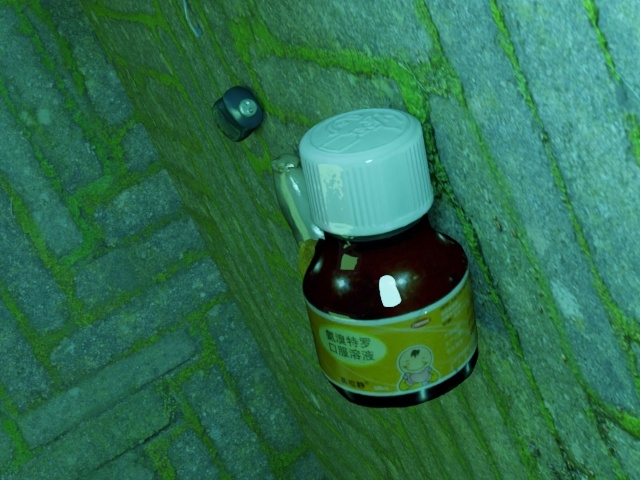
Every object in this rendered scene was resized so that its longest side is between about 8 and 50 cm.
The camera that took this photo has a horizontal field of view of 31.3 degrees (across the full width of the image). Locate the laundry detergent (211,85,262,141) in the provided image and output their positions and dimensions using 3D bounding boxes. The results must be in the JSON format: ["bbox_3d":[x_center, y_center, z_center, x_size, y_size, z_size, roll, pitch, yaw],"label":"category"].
[{"bbox_3d":[-0.160,-0.248,2.234,0.097,0.061,0.206,63,166,-5],"label":"laundry detergent"}]

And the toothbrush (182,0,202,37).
[{"bbox_3d":[-0.276,-0.476,2.257,0.162,0.017,0.014,63,160,-17],"label":"toothbrush"}]

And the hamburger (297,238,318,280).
[{"bbox_3d":[0.085,0.102,1.933,0.156,0.144,0.283,22,145,58],"label":"hamburger"}]

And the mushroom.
[{"bbox_3d":[-0.001,-0.001,2.120,0.351,0.097,0.109,62,166,1],"label":"mushroom"}]

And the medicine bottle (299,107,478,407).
[{"bbox_3d":[0.078,0.021,1.575,0.242,0.242,0.395,37,147,59],"label":"medicine bottle"}]
